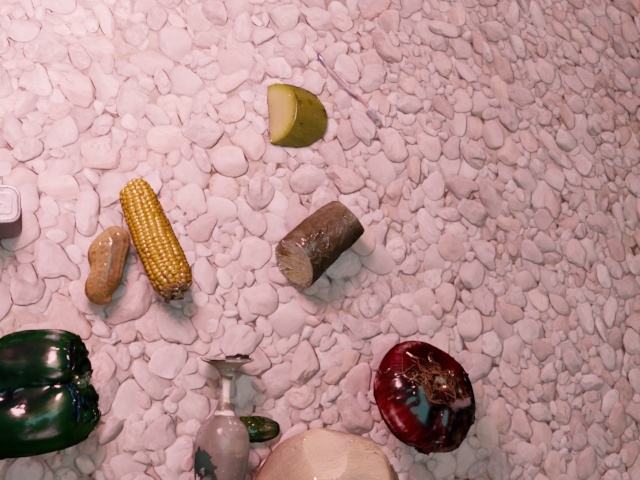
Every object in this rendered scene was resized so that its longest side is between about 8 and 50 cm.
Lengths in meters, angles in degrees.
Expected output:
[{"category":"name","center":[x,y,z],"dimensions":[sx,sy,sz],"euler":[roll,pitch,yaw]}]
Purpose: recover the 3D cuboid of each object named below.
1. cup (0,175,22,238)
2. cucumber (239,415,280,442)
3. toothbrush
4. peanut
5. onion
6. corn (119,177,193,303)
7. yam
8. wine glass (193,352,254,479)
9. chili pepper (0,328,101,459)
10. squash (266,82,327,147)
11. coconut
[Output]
[{"category":"cup","center":[-0.721,-0.080,1.315],"dimensions":[0.095,0.129,0.128],"euler":[1,76,-29]},{"category":"cucumber","center":[-0.151,0.478,1.478],"dimensions":[0.107,0.035,0.067],"euler":[5,76,-23]},{"category":"toothbrush","center":[0.082,-0.462,1.772],"dimensions":[0.269,0.021,0.027],"euler":[46,61,-7]},{"category":"peanut","center":[-0.510,0.056,1.393],"dimensions":[0.093,0.083,0.194],"euler":[23,70,-31]},{"category":"onion","center":[0.273,0.420,1.567],"dimensions":[0.313,0.232,0.314],"euler":[19,48,-22]},{"category":"corn","center":[-0.404,0.000,1.431],"dimensions":[0.115,0.115,0.318],"euler":[-24,88,-24]},{"category":"yam","center":[0.000,0.000,1.580],"dimensions":[0.254,0.154,0.154],"euler":[-41,96,-21]},{"category":"wine glass","center":[-0.229,0.431,1.400],"dimensions":[0.143,0.143,0.322],"euler":[5,77,-21]},{"category":"chili pepper","center":[-0.606,0.328,1.231],"dimensions":[0.256,0.233,0.249],"euler":[-6,65,-14]},{"category":"squash","center":[-0.053,-0.367,1.664],"dimensions":[0.184,0.085,0.192],"euler":[-1,81,-21]},{"category":"coconut","center":[-0.002,0.610,1.349],"dimensions":[0.360,0.346,0.347],"euler":[20,72,-24]}]
